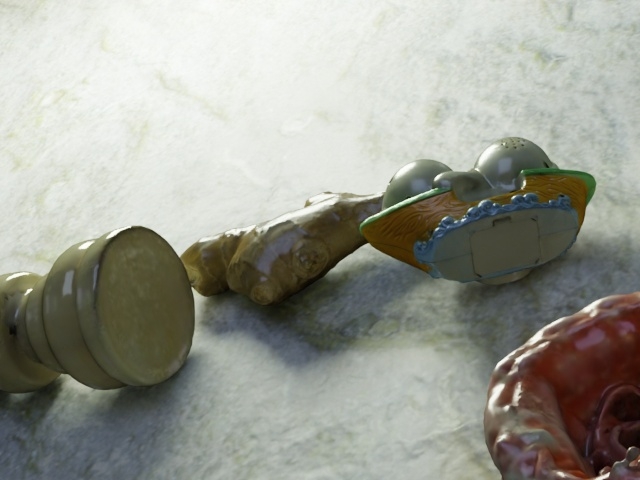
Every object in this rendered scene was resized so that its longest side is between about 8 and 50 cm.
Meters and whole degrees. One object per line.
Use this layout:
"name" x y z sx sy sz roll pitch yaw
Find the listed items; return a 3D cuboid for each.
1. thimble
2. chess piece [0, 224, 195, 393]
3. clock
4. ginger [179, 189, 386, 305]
"thimble" 0.243 0.148 1.126 0.239 0.162 0.239 -18 31 11
"chess piece" -0.293 0.095 1.637 0.300 0.167 0.167 -15 31 30
"clock" 0.151 -0.032 1.514 0.231 0.103 0.144 -12 34 -4
"ginger" 0.000 0.000 1.627 0.334 0.081 0.148 -19 15 8
